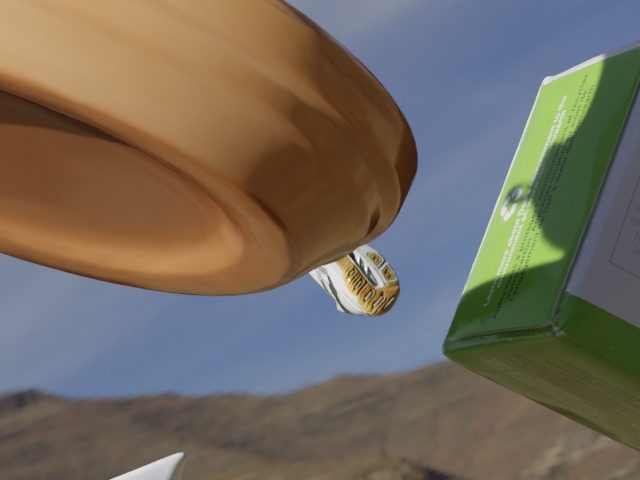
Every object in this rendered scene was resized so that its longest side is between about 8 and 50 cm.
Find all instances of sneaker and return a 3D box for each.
[{"bbox_3d":[0.000,0.000,0.747,0.032,0.083,0.037,-36,12,-29],"label":"sneaker"}]

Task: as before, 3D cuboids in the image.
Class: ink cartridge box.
[{"bbox_3d":[0.189,-0.034,0.693,0.189,0.255,0.097,27,-17,-17],"label":"ink cartridge box"}]

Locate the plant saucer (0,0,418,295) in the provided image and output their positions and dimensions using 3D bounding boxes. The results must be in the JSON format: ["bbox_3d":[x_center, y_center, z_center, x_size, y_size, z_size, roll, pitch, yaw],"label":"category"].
[{"bbox_3d":[-0.075,-0.031,0.432,0.200,0.037,0.200,16,-16,5],"label":"plant saucer"}]

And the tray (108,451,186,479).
[{"bbox_3d":[-0.155,0.224,1.090,0.145,0.030,0.270,-19,-25,-19],"label":"tray"}]
